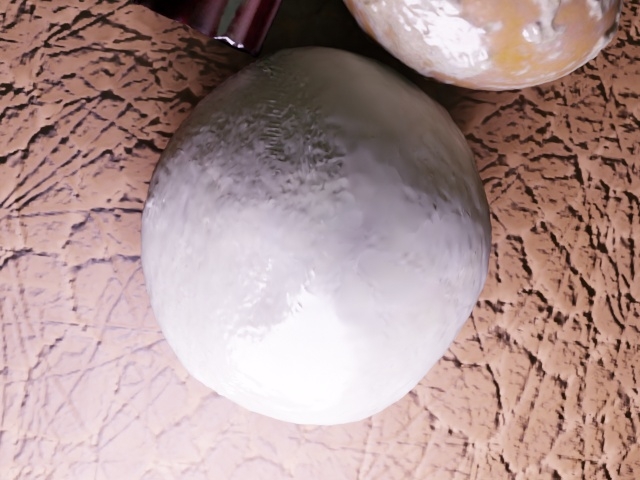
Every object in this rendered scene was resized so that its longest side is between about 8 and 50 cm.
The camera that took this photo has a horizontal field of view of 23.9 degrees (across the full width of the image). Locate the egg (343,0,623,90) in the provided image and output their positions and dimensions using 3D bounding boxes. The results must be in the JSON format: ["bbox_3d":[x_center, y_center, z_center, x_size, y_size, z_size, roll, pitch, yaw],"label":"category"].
[{"bbox_3d":[0.117,-0.209,1.119,0.245,0.203,0.203,28,94,-29],"label":"egg"}]

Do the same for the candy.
[{"bbox_3d":[0.000,0.000,1.143,0.295,0.185,0.296,-3,100,-16],"label":"candy"}]

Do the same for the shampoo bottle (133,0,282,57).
[{"bbox_3d":[-0.029,-0.303,1.112,0.084,0.129,0.323,19,98,-43],"label":"shampoo bottle"}]
